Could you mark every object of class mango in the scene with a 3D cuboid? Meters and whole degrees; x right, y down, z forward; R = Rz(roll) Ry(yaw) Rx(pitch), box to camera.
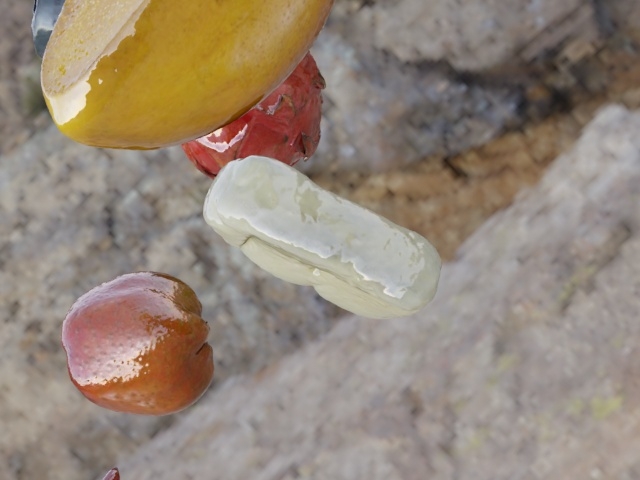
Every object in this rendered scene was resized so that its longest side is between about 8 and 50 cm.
[{"bbox_3d":[-0.100,-0.202,1.382,0.350,0.199,0.201,-55,9,-30],"label":"mango"}]

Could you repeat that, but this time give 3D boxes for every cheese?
[{"bbox_3d":[0.001,-0.002,1.775,0.093,0.263,0.159,-64,3,-17],"label":"cheese"}]

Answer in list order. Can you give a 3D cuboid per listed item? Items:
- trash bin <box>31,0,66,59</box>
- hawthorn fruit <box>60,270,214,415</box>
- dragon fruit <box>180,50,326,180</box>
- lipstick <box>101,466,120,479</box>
[{"bbox_3d":[-0.200,-0.230,1.666,0.175,0.161,0.175,12,-90,-86],"label":"trash bin"},{"bbox_3d":[-0.216,0.123,1.956,0.189,0.189,0.189,-37,22,18],"label":"hawthorn fruit"},{"bbox_3d":[-0.105,-0.202,2.246,0.241,0.241,0.252,-71,-11,-49],"label":"dragon fruit"},{"bbox_3d":[-0.246,0.286,1.745,0.129,0.030,0.030,-54,-17,-39],"label":"lipstick"}]
